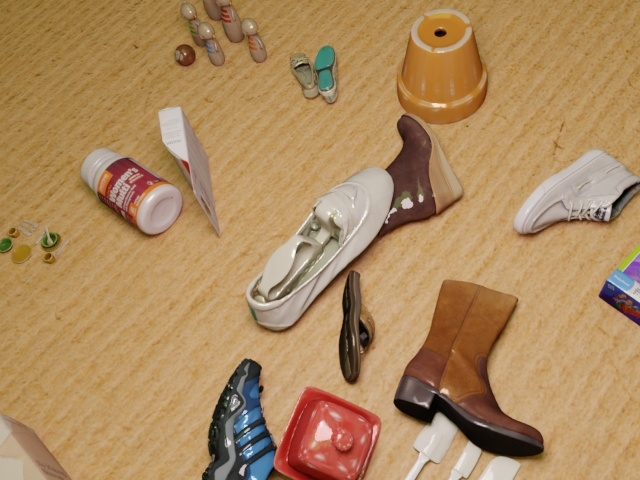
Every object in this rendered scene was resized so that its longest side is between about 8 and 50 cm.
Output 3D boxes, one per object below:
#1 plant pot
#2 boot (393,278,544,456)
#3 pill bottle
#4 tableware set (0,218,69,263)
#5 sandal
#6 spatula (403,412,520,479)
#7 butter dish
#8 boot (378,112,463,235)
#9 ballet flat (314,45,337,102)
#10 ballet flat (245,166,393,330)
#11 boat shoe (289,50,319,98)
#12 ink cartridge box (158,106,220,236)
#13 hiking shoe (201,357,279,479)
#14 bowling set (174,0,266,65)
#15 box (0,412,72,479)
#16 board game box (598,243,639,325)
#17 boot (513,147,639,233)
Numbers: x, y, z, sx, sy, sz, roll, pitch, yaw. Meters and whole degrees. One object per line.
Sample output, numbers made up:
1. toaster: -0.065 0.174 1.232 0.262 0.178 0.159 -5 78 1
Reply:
1. plant pot: 0.267 -0.395 1.465 0.205 0.188 0.205 -4 60 8
2. boot: 0.298 0.219 1.188 0.264 0.096 0.280 15 55 26
3. pill bottle: -0.421 -0.114 1.472 0.221 0.121 0.121 32 71 24
4. tableware set: -0.653 0.008 1.501 0.154 0.024 0.104 23 68 21
5. sandal: 0.073 0.159 1.264 0.060 0.090 0.219 10 54 -9
6. spatula: 0.202 0.428 1.115 0.168 0.019 0.242 32 71 18
7. butter dish: 0.025 0.338 1.120 0.160 0.118 0.160 26 67 -4
8. boot: 0.159 -0.146 1.401 0.207 0.090 0.248 -23 63 -5
9. ballet flat: 0.016 -0.395 1.593 0.057 0.052 0.168 -10 53 16
10. ballet flat: 0.000 0.000 1.289 0.139 0.139 0.400 36 82 26
11. boat shoe: -0.041 -0.411 1.611 0.056 0.048 0.153 -16 60 1
12. ink cartridge box: -0.279 -0.141 1.421 0.066 0.189 0.232 -12 60 4
13. hiking shoe: -0.130 0.361 1.180 0.132 0.113 0.304 18 55 -14
14. bowling set: -0.283 -0.528 1.660 0.200 0.154 0.287 -38 61 -12
15. box: -0.501 0.456 1.153 0.311 0.148 0.121 38 72 25
16. board game box: 0.713 0.111 1.163 0.233 0.078 0.347 -43 62 -14
17. boot: 0.506 -0.075 1.294 0.258 0.095 0.123 -37 54 -12
